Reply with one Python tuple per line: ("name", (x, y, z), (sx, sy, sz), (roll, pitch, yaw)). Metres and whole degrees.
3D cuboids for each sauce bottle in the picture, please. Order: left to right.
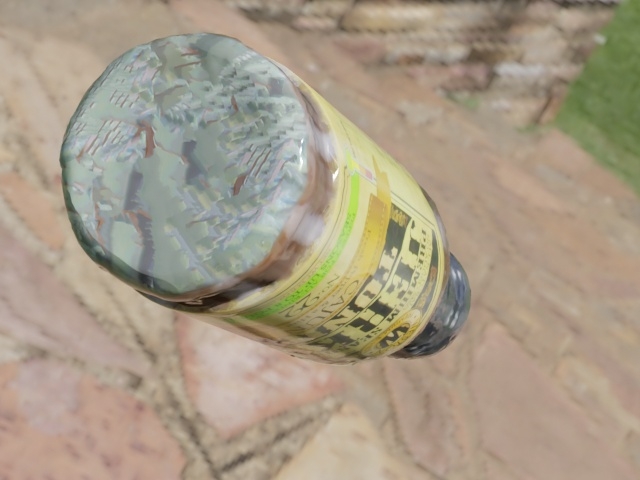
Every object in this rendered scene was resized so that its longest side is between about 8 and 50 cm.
("sauce bottle", (0.000, 0.000, 0.805), (0.111, 0.111, 0.344), (39, 5, 22))
